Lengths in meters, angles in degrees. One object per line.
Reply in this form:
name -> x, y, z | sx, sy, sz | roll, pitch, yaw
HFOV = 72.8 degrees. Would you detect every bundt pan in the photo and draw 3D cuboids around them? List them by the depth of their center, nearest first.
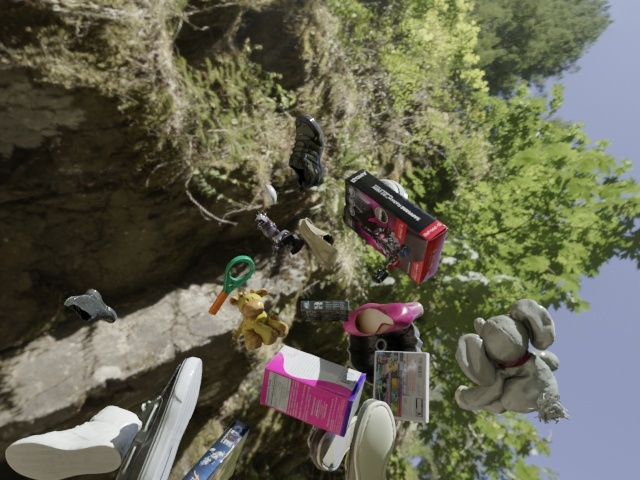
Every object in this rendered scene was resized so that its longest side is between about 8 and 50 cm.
bundt pan -> 0.281, 0.445, 1.820 | 0.331, 0.124, 0.330 | -14, -115, 33

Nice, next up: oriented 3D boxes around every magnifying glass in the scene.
magnifying glass -> -0.297, 0.149, 1.422 | 0.231, 0.092, 0.026 | -54, -140, 12

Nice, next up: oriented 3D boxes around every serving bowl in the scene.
serving bowl -> -0.194, -0.184, 1.723 | 0.083, 0.027, 0.083 | 161, -90, -75

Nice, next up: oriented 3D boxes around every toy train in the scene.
toy train -> 0.210, 0.066, 1.255 | 0.036, 0.158, 0.027 | 27, -24, 48

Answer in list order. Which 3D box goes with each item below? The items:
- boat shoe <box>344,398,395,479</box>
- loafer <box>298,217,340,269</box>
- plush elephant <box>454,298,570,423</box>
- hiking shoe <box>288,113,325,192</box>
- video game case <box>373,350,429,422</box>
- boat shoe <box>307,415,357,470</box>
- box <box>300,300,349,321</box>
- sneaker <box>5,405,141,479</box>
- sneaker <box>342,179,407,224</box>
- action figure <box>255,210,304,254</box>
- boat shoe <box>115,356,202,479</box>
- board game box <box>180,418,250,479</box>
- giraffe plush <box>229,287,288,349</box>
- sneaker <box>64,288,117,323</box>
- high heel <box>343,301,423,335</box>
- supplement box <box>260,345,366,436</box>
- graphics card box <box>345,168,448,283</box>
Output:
boat shoe -> 0.108, 0.511, 1.029 | 0.091, 0.109, 0.304 | -159, -111, -64
loafer -> 0.000, 0.000, 1.681 | 0.102, 0.092, 0.268 | 43, 12, -51
plush elephant -> 0.473, 0.298, 1.112 | 0.330, 0.272, 0.255 | 114, -46, -83
hiking shoe -> -0.046, -0.262, 1.307 | 0.086, 0.114, 0.226 | 4, -66, 33
video game case -> 0.249, 0.450, 1.349 | 0.184, 0.023, 0.201 | -9, -112, 37
boat shoe -> 0.019, 0.523, 1.148 | 0.096, 0.335, 0.112 | 2, -102, 21
box -> 0.009, 0.126, 0.766 | 0.067, 0.084, 0.018 | 83, 7, -63
sneaker -> -0.618, 0.513, 1.118 | 0.169, 0.293, 0.108 | -83, 172, -78
sneaker -> 0.223, -0.156, 1.825 | 0.169, 0.258, 0.447 | -58, -158, 32
action figure -> -0.195, -0.028, 1.828 | 0.285, 0.099, 0.185 | 27, -18, 50
boat shoe -> -0.396, 0.440, 1.063 | 0.119, 0.335, 0.121 | 11, -34, 7
board game box -> -0.250, 0.519, 0.921 | 0.042, 0.243, 0.165 | 27, -67, 14
giraffe plush -> -0.232, 0.264, 1.545 | 0.210, 0.181, 0.170 | 8, -67, 44
sneaker -> -0.682, 0.214, 1.298 | 0.051, 0.089, 0.170 | -7, -53, 14
high heel -> 0.121, 0.198, 1.042 | 0.244, 0.117, 0.082 | -16, -95, 43
supplement box -> -0.019, 0.356, 1.042 | 0.220, 0.111, 0.113 | 17, -69, 16
graphics card box -> 0.233, -0.050, 1.435 | 0.371, 0.094, 0.232 | 43, -25, 31
